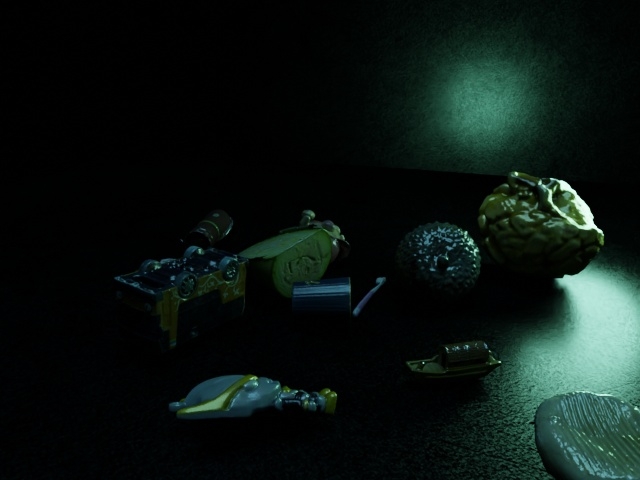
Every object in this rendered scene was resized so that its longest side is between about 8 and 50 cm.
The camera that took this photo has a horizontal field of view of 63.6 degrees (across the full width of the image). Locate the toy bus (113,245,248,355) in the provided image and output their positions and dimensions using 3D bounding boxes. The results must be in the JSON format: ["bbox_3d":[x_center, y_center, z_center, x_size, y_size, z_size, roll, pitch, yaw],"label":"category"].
[{"bbox_3d":[-0.342,0.140,1.303,0.161,0.194,0.323,15,20,29],"label":"toy bus"}]

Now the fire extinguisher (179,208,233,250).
[{"bbox_3d":[-0.417,-0.040,1.915,0.141,0.105,0.341,0,19,5],"label":"fire extinguisher"}]

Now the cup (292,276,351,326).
[{"bbox_3d":[0.005,0.168,1.402,0.155,0.131,0.176,-1,-10,1],"label":"cup"}]

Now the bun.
[{"bbox_3d":[0.478,0.367,0.877,0.230,0.133,0.231,-5,25,2],"label":"bun"}]

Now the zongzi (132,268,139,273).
[{"bbox_3d":[-0.543,0.109,1.594,0.083,0.040,0.076,-27,41,-34],"label":"zongzi"}]

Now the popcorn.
[{"bbox_3d":[0.736,-0.036,1.768,0.390,0.354,0.344,60,22,18],"label":"popcorn"}]

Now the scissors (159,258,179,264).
[{"bbox_3d":[-0.450,0.070,1.746,0.188,0.015,0.100,-14,27,-43],"label":"scissors"}]

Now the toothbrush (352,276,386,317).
[{"bbox_3d":[0.146,0.166,1.552,0.025,0.020,0.286,2,18,23],"label":"toothbrush"}]

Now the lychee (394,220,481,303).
[{"bbox_3d":[0.348,0.071,1.551,0.255,0.256,0.274,2,-12,-2],"label":"lychee"}]

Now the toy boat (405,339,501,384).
[{"bbox_3d":[0.302,0.275,1.174,0.225,0.088,0.068,-2,21,-16],"label":"toy boat"}]

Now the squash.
[{"bbox_3d":[-0.146,0.027,1.605,0.233,0.210,0.308,-32,42,-28],"label":"squash"}]

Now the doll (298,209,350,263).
[{"bbox_3d":[0.000,-0.004,1.802,0.195,0.152,0.256,-1,21,-5],"label":"doll"}]

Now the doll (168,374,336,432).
[{"bbox_3d":[-0.129,0.314,0.994,0.315,0.104,0.145,4,15,-12],"label":"doll"}]
